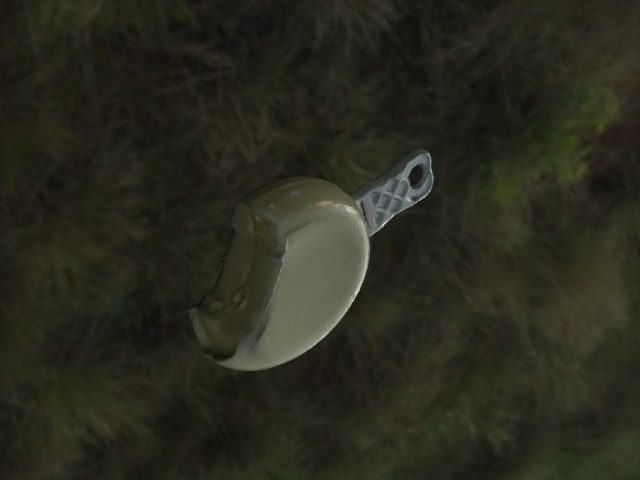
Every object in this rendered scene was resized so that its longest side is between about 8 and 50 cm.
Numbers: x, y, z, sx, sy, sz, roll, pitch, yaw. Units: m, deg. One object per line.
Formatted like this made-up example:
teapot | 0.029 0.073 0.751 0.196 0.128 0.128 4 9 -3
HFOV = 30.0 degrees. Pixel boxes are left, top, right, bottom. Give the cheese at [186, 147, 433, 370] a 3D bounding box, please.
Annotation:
cheese | 0.004 0.015 1.032 0.249 0.071 0.163 -17 124 -40
